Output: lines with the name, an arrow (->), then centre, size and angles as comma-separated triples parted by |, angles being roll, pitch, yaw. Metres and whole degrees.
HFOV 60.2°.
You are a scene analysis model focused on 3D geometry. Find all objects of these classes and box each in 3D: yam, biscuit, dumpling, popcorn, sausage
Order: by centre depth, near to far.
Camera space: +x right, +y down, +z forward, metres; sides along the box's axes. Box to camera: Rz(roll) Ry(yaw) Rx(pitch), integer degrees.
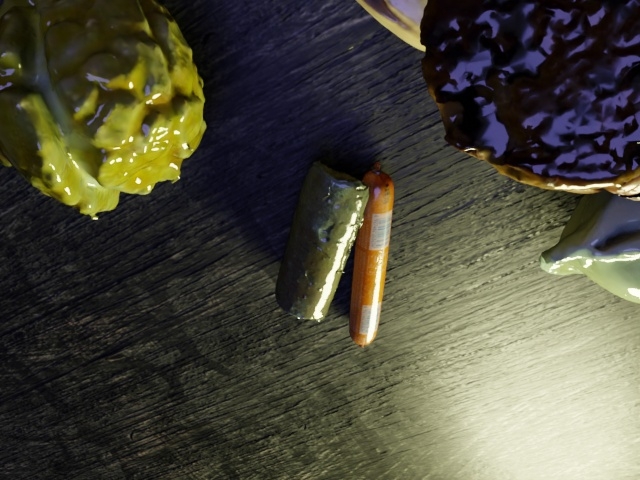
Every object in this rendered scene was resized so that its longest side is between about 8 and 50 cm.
biscuit -> 0.232, -0.210, 0.470 | 0.290, 0.081, 0.333 | 17, 110, 13
popcorn -> -0.269, -0.168, 0.670 | 0.247, 0.282, 0.282 | 46, 120, 15
dumpling -> 0.467, -0.007, 0.725 | 0.321, 0.211, 0.269 | 14, 125, 8
yam -> 0.000, 0.000, 0.837 | 0.106, 0.106, 0.259 | 16, 121, -4
sausage -> 0.079, 0.037, 0.881 | 0.053, 0.053, 0.347 | 4, 122, 3

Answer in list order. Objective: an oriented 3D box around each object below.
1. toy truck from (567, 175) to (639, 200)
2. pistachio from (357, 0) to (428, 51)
toy truck -> 0.321, -0.202, 0.619 | 0.204, 0.211, 0.288 | 24, 117, -8
pistachio -> 0.092, -0.322, 0.580 | 0.299, 0.187, 0.187 | 40, 117, -9
